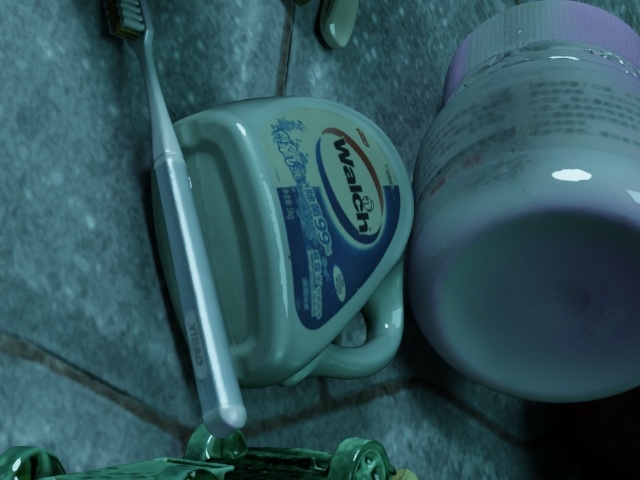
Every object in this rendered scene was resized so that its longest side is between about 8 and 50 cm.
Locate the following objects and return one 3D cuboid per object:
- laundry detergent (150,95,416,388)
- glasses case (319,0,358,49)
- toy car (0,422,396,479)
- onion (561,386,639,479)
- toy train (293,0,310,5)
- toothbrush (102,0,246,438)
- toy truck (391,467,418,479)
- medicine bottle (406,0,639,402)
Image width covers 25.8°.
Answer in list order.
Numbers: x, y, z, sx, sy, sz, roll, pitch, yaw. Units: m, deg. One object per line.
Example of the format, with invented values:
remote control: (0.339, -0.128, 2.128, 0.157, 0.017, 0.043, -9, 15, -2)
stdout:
laundry detergent: (0.000, 0.000, 1.049, 0.280, 0.105, 0.215, -3, 79, -60)
glasses case: (0.017, -0.204, 1.239, 0.032, 0.021, 0.083, 47, 41, -36)
toy car: (-0.072, 0.179, 0.834, 0.306, 0.136, 0.125, 6, 86, -58)
onion: (0.414, 0.179, 1.403, 0.353, 0.353, 0.354, 30, 53, -49)
toy train: (0.039, -0.301, 1.211, 0.090, 0.137, 0.225, 56, 32, -21)
toothbrush: (-0.096, -0.031, 0.907, 0.030, 0.025, 0.342, 16, 49, -47)
toy truck: (0.098, 0.305, 1.056, 0.272, 0.124, 0.157, 62, 23, -13)
medicine bottle: (0.207, -0.046, 1.243, 0.256, 0.256, 0.325, 53, 27, -31)
